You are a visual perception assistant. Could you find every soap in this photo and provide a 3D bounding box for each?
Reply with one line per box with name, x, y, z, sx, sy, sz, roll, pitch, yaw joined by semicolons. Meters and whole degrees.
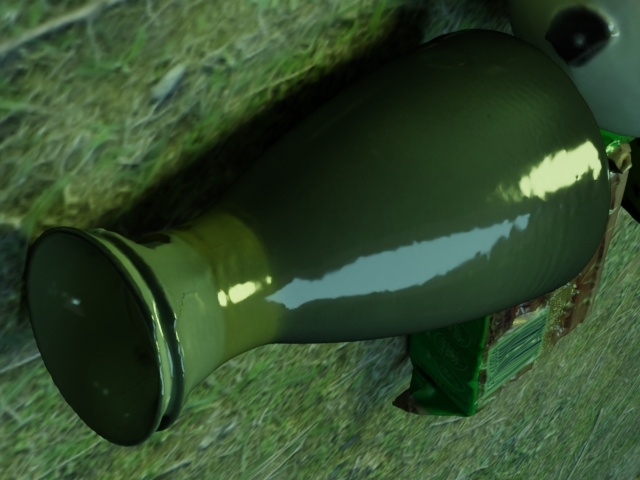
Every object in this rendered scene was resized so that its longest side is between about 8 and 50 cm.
soap;0.155;0.027;1.226;0.218;0.098;0.273;-41;155;-20

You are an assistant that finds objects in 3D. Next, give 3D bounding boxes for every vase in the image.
vase;0.000;0.000;0.845;0.321;0.173;0.173;-24;147;-35

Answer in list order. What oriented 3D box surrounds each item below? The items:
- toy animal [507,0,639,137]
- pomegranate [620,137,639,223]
toy animal;0.251;-0.180;0.937;0.267;0.212;0.212;-56;156;7
pomegranate;0.317;-0.104;1.224;0.286;0.231;0.231;29;104;-31
